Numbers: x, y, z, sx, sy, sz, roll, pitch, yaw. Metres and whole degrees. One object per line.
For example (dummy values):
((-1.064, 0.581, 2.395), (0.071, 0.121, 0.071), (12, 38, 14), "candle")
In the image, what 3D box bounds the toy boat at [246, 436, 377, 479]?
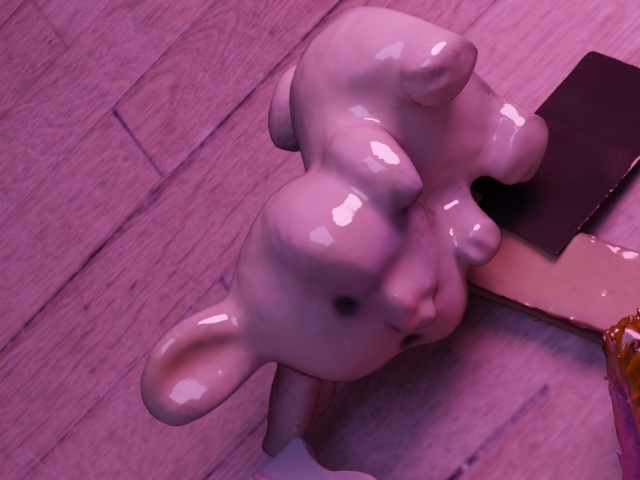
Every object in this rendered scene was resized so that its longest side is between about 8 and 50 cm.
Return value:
((0.036, 0.279, 0.742), (0.199, 0.100, 0.290), (-45, 50, 4), "toy boat")

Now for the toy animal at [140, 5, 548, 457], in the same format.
((0.008, -0.001, 0.823), (0.241, 0.196, 0.368), (13, 77, 48), "toy animal")

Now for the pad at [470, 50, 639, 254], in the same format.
((0.216, -0.081, 0.860), (0.193, 0.004, 0.116), (-46, 47, -10), "pad")

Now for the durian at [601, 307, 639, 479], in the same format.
((0.265, 0.181, 0.620), (0.191, 0.112, 0.341), (-12, 64, 32), "durian")

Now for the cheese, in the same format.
((0.148, 0.011, 0.860), (0.400, 0.034, 0.085), (20, 75, 39), "cheese")
